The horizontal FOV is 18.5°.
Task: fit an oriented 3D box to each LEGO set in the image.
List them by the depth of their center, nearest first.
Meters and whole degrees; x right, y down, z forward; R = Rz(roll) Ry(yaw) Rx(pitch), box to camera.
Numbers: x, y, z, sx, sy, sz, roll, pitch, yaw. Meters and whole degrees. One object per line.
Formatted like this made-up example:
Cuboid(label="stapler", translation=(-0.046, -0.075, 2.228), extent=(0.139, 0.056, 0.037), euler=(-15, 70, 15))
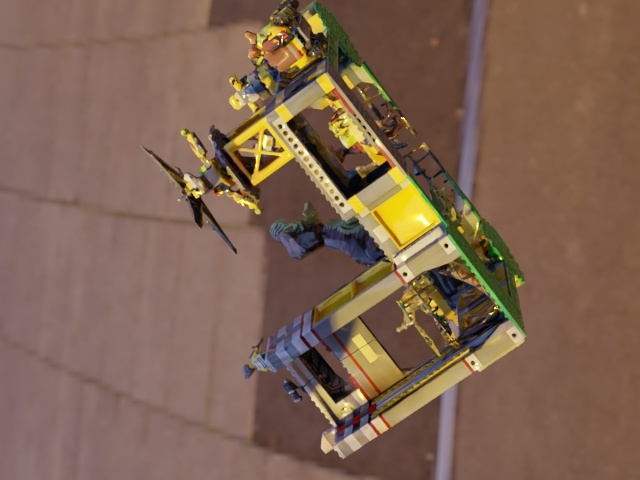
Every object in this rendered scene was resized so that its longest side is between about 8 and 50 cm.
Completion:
Cuboid(label="LEGO set", translation=(0.000, 0.000, 1.459), extent=(0.192, 0.331, 0.255), euler=(-35, 23, 12))
